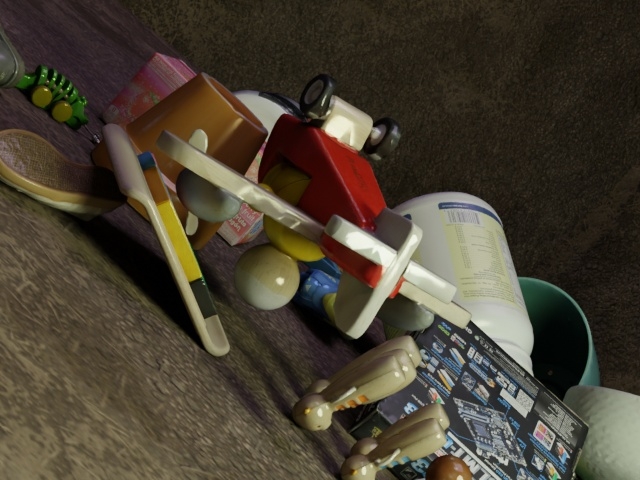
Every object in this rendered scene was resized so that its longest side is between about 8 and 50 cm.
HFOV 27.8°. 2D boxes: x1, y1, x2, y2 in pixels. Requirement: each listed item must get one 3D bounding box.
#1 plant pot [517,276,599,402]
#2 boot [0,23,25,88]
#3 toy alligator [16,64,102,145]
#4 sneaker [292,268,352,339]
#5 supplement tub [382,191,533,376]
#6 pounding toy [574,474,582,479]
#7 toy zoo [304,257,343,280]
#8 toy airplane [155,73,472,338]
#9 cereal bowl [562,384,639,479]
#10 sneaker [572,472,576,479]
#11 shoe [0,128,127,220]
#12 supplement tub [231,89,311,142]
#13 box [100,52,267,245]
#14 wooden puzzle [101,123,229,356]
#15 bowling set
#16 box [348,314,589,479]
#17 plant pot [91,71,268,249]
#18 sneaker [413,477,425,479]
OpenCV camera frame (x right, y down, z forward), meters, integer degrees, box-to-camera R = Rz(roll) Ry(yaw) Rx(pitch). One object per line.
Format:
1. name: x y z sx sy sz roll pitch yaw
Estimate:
1. plant pot: 0.356 0.246 2.264 0.293 0.293 0.235 50 -1 39
2. boot: -0.471 -0.270 1.592 0.189 0.076 0.208 44 14 19
3. toy alligator: -0.353 -0.194 1.803 0.189 0.051 0.056 38 10 -38
4. sneaker: 0.020 0.090 2.059 0.126 0.091 0.240 33 -5 8
5. supplement tub: 0.215 0.110 2.119 0.235 0.235 0.325 36 34 -45
6. pounding toy: 0.341 0.374 2.081 0.100 0.130 0.141 51 12 3
7. toy zoo: 0.005 0.033 2.485 0.293 0.030 0.192 40 8 -24
8. toy airplane: 0.000 0.000 1.612 0.386 0.272 0.384 48 20 11
9. cereal bowl: 0.503 0.346 1.925 0.338 0.141 0.339 23 -14 6
10. sneaker: 0.223 0.301 1.929 0.343 0.134 0.146 44 -10 -1
11. shoe: -0.297 -0.062 1.416 0.219 0.058 0.077 23 42 -59
12. supplement tub: -0.108 -0.162 2.305 0.207 0.207 0.338 44 7 1
13. box: -0.184 -0.145 2.063 0.300 0.142 0.154 44 9 5
14. wooden puzzle: -0.173 -0.007 1.493 0.239 0.044 0.221 65 -3 -29
15. bowling set: 0.066 0.231 1.479 0.200 0.154 0.287 63 9 6
16. box: 0.209 0.256 1.743 0.295 0.073 0.293 42 38 -3
17. plant pot: -0.180 -0.124 1.801 0.205 0.188 0.205 43 8 -7
18. sneaker: 0.169 0.355 1.512 0.094 0.080 0.212 20 16 -43
